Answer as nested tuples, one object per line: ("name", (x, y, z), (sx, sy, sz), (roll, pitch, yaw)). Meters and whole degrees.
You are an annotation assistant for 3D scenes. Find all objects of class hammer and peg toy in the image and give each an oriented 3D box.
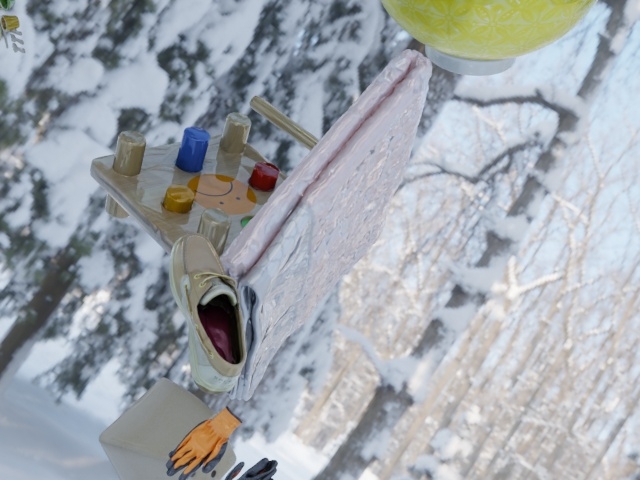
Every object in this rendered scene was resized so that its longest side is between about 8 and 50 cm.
("hammer and peg toy", (-0.103, -0.070, 1.191), (0.266, 0.361, 0.127), (40, -51, 28))

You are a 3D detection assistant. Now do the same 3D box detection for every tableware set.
("tableware set", (-0.454, -0.316, 1.189), (0.154, 0.024, 0.103), (28, -52, 46))

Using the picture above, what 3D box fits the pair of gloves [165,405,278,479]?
("pair of gloves", (-0.080, 0.186, 0.700), (0.083, 0.074, 0.010), (53, -9, -12))

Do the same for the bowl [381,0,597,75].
("bowl", (0.193, -0.294, 1.035), (0.290, 0.289, 0.156), (30, -44, 29))

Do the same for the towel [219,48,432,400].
("towel", (0.000, 0.000, 0.916), (0.053, 0.317, 0.331), (34, -28, 11))

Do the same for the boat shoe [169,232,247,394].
("boat shoe", (-0.082, 0.048, 0.662), (0.050, 0.135, 0.045), (1, -31, -35))

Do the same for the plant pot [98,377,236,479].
("plant pot", (-0.160, 0.234, 0.959), (0.096, 0.109, 0.109), (5, -55, 40))
